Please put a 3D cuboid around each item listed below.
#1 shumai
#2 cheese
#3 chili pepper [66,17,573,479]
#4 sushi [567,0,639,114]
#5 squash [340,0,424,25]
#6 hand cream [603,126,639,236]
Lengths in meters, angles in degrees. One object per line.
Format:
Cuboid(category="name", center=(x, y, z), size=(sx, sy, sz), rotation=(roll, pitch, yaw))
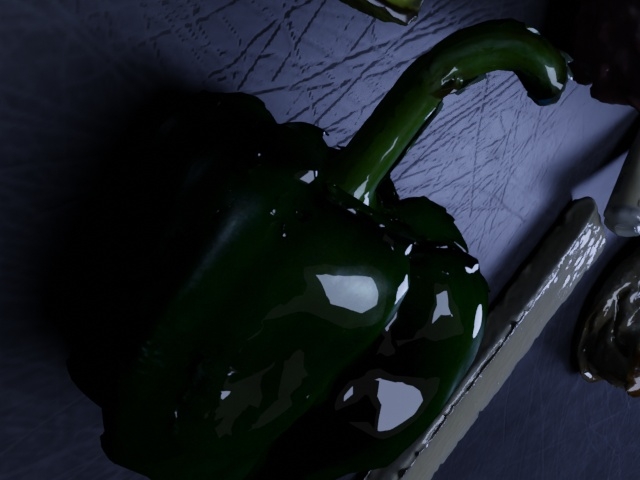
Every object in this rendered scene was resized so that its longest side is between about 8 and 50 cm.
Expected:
Cuboid(category="shumai", center=(0.382, 0.098, 0.990), size=(0.201, 0.120, 0.201), rotation=(-27, 134, -33))
Cuboid(category="cheese", center=(0.137, 0.127, 0.784), size=(0.400, 0.034, 0.085), rotation=(-49, 144, -13))
Cuboid(category="chili pepper", center=(0.000, 0.000, 0.408), size=(0.174, 0.165, 0.261), rotation=(29, 96, -37))
Cuboid(category="sushi", center=(0.316, -0.182, 0.605), size=(0.270, 0.236, 0.170), rotation=(-25, 125, -34))
Cuboid(category="squash", center=(-0.006, -0.205, 0.337), size=(0.184, 0.085, 0.192), rotation=(33, 80, -26))
Cuboid(category="hand cream", center=(0.305, -0.067, 0.827), size=(0.143, 0.039, 0.061), rotation=(-64, 147, -25))
